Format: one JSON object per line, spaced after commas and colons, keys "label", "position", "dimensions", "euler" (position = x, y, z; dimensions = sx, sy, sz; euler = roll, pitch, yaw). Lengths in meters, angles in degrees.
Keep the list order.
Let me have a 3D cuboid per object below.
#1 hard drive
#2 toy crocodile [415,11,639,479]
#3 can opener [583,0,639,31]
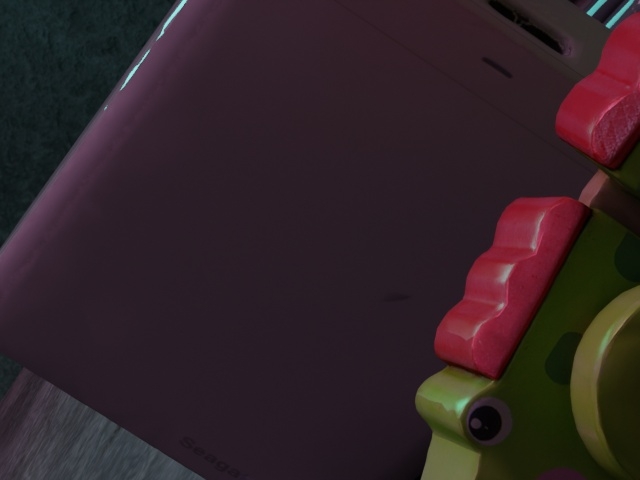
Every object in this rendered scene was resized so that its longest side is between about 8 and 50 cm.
{"label": "hard drive", "position": [0.000, 0.000, 0.777], "dimensions": [0.307, 0.203, 0.040], "euler": [-47, 14, 46]}
{"label": "toy crocodile", "position": [0.112, -0.021, 0.589], "dimensions": [0.340, 0.105, 0.115], "euler": [-57, 10, 0]}
{"label": "can opener", "position": [0.069, -0.044, 0.899], "dimensions": [0.283, 0.095, 0.076], "euler": [-49, 14, 42]}
